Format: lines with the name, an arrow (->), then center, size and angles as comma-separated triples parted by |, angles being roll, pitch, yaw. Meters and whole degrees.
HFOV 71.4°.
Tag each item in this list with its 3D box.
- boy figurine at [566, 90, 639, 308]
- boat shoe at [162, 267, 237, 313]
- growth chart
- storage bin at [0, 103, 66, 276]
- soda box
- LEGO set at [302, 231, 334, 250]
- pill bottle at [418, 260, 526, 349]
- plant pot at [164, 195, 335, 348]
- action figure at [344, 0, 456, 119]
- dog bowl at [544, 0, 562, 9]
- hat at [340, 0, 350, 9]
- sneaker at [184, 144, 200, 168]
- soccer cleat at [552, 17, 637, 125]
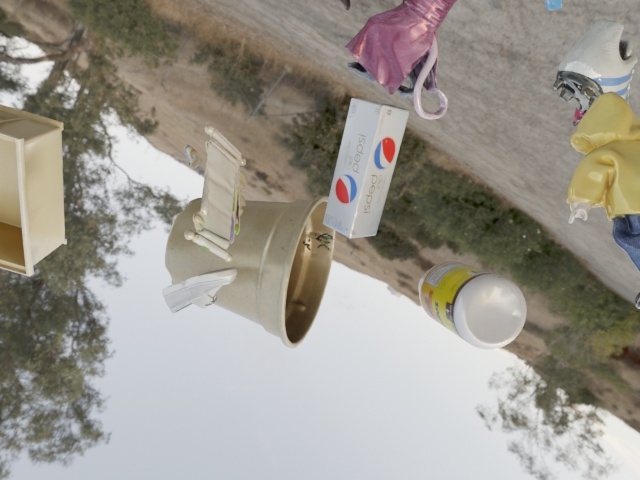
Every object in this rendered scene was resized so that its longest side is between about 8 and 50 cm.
boy figurine -> 0.393, -0.062, 0.565 | 0.092, 0.177, 0.286 | 79, 180, -63
boat shoe -> -0.226, 0.098, 0.843 | 0.066, 0.184, 0.063 | -16, -93, -67
growth chart -> -0.175, -0.081, 0.793 | 0.021, 0.238, 0.172 | -4, 156, 14
storage bin -> -0.611, -0.109, 0.798 | 0.260, 0.263, 0.123 | 16, -151, 0
soda box -> 0.073, -0.117, 0.735 | 0.073, 0.216, 0.069 | -6, -153, -44
LEGO set -> -0.002, -0.002, 1.043 | 0.083, 0.024, 0.054 | 0, 136, 23
pill bottle -> 0.246, 0.101, 0.770 | 0.117, 0.117, 0.215 | 30, -179, -9
plant pot -> -0.159, 0.038, 1.000 | 0.305, 0.335, 0.334 | 12, -176, 14
action figure -> 0.214, -0.481, 0.922 | 0.247, 0.370, 0.276 | -13, -123, -45
dog bowl -> 0.687, -0.691, 1.121 | 0.074, 0.166, 0.297 | 41, 177, -24
hat -> -0.001, -0.786, 1.195 | 0.331, 0.134, 0.332 | 32, -148, -23
sneaker -> -0.352, -0.230, 1.217 | 0.037, 0.032, 0.083 | 44, 152, 13
soccer cleat -> 0.561, -0.297, 0.863 | 0.331, 0.143, 0.116 | 14, -159, -49
